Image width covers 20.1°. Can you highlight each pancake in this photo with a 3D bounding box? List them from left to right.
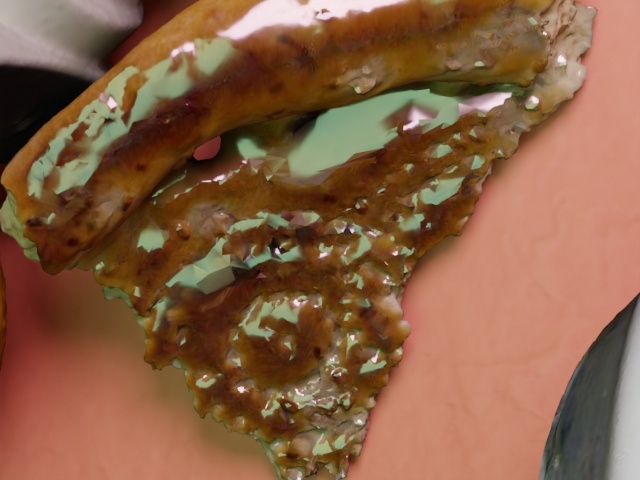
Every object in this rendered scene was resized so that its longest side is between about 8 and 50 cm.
[{"bbox_3d":[0.000,0.000,0.771,0.266,0.057,0.245,-10,112,0],"label":"pancake"}]

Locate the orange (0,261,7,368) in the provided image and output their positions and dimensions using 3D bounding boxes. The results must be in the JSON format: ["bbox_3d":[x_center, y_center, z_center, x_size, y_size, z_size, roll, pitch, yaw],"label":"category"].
[{"bbox_3d":[-0.274,0.032,0.784,0.274,0.274,0.274,3,98,18],"label":"orange"}]

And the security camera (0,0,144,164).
[{"bbox_3d":[-0.098,-0.181,0.739,0.277,0.197,0.191,-38,76,13],"label":"security camera"}]

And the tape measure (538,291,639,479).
[{"bbox_3d":[0.178,0.129,0.655,0.138,0.262,0.259,-2,96,29],"label":"tape measure"}]
